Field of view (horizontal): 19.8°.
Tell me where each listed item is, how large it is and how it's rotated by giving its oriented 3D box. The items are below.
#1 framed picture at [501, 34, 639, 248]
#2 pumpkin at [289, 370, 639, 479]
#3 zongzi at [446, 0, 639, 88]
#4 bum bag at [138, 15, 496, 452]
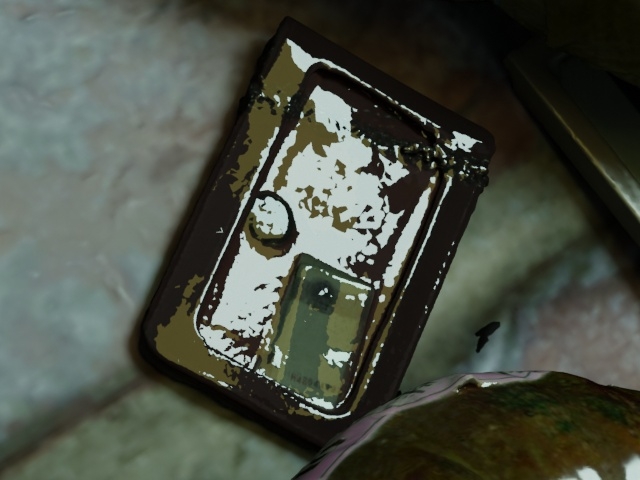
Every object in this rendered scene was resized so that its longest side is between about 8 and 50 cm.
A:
[{"bbox_3d":[0.240,-0.069,0.845,0.281,0.019,0.209,-37,85,-26],"label":"framed picture"},{"bbox_3d":[0.092,0.169,0.615,0.260,0.189,0.260,8,71,-23],"label":"pumpkin"},{"bbox_3d":[0.058,-0.231,0.779,0.360,0.160,0.323,10,55,-6],"label":"zongzi"},{"bbox_3d":[0.000,0.000,0.726,0.109,0.026,0.159,30,67,-14],"label":"bum bag"}]
